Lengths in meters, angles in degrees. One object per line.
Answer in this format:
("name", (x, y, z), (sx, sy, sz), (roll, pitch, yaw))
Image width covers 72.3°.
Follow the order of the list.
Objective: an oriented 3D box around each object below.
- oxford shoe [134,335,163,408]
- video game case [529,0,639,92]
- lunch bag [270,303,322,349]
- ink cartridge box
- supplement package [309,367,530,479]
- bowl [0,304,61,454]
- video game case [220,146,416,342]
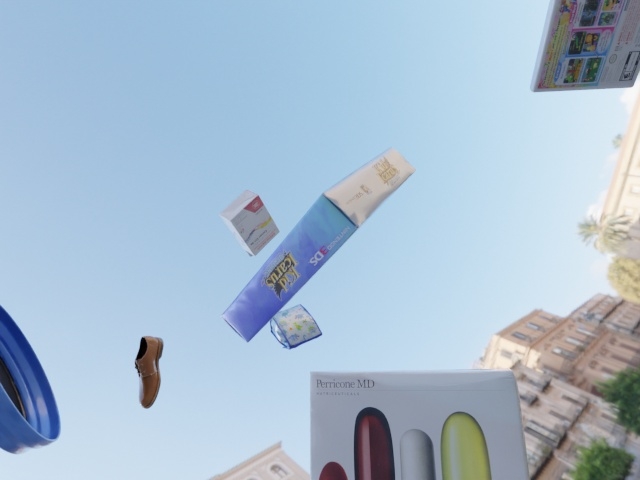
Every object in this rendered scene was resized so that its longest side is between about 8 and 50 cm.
("oxford shoe", (-0.521, 0.387, 1.300), (0.076, 0.076, 0.212), (40, -143, -54))
("video game case", (0.374, -0.283, 0.592), (0.019, 0.143, 0.157), (-87, -6, -52))
("lunch bag", (-0.084, 0.300, 1.478), (0.129, 0.151, 0.096), (-18, -60, -27))
("ink cartridge box", (-0.200, -0.038, 1.316), (0.115, 0.067, 0.198), (-46, -44, -19))
("supplement package", (0.103, 0.233, 0.436), (0.149, 0.194, 0.203), (35, -130, -64))
("bowl", (-0.732, 0.307, 1.011), (0.077, 0.391, 0.391), (-28, -56, -24))
("video game case", (0.000, 0.000, 0.643), (0.269, 0.061, 0.244), (-48, -2, 35))
